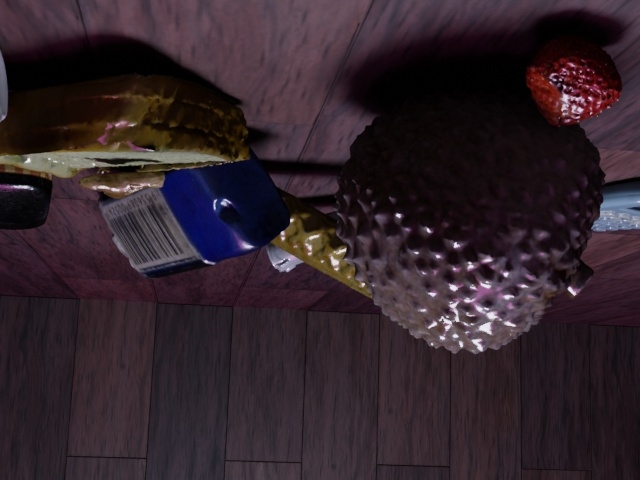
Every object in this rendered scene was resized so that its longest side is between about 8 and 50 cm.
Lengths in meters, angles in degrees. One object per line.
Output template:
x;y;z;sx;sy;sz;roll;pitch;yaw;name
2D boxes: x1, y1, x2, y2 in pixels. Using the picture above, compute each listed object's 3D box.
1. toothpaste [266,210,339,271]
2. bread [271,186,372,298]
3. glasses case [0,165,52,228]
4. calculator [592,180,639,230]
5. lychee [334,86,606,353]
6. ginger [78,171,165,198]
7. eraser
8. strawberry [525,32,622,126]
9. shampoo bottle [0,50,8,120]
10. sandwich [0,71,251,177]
0.058;-0.026;1.462;0.299;0.073;0.114;-20;163;18;toothpaste
0.000;-0.001;1.278;0.367;0.077;0.084;28;-175;7;bread
-0.462;-0.067;1.353;0.122;0.082;0.321;7;170;-18;glasses case
0.480;-0.050;1.382;0.188;0.042;0.302;10;167;-32;calculator
0.154;-0.031;0.954;0.300;0.300;0.300;2;169;0;lychee
-0.227;-0.063;1.052;0.097;0.030;0.048;-4;-178;-12;ginger
-0.184;-0.042;1.236;0.101;0.155;0.332;-38;-166;-33;eraser
0.223;-0.146;0.821;0.083;0.083;0.096;-4;168;30;strawberry
-0.422;-0.156;0.882;0.227;0.086;0.056;2;-154;1;shampoo bottle
-0.234;-0.122;0.998;0.251;0.087;0.226;-3;180;25;sandwich
